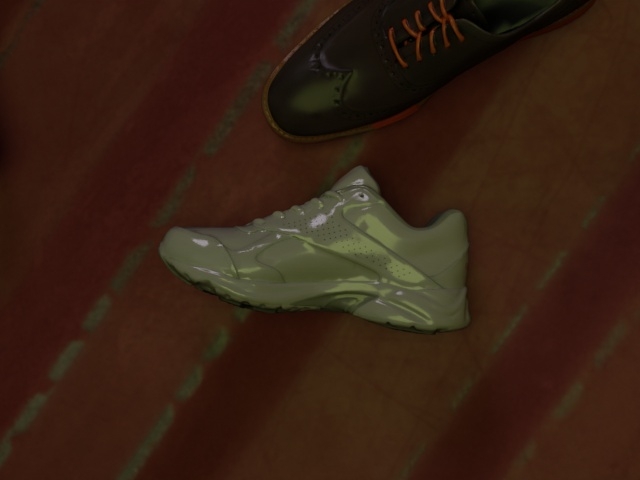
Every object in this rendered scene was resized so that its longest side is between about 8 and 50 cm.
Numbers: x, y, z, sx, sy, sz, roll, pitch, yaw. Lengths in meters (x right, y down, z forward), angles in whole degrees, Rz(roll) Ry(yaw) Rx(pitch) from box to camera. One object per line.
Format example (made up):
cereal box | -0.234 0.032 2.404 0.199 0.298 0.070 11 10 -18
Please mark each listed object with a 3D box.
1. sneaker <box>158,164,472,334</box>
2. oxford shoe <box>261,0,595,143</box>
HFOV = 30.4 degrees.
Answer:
sneaker | 0.000 0.000 0.862 0.232 0.090 0.115 8 87 -3
oxford shoe | 0.075 -0.154 0.831 0.271 0.098 0.097 -29 89 6
